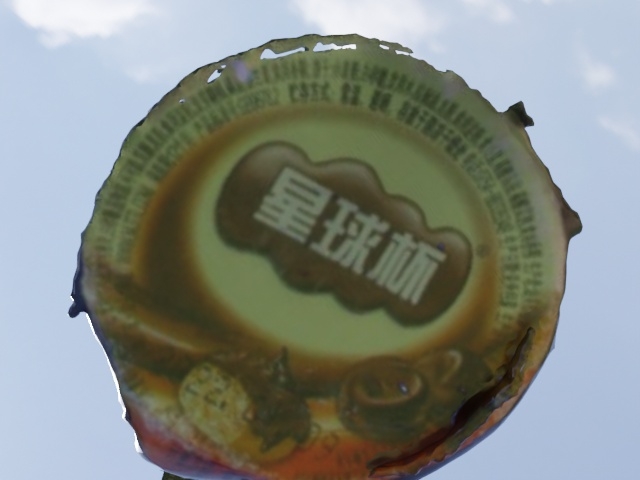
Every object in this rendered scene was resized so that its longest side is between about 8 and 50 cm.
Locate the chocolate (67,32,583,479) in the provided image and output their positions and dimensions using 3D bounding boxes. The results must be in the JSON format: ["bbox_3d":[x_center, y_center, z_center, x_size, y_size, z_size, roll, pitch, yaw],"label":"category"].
[{"bbox_3d":[0.000,0.007,0.618,0.221,0.221,0.147,42,-174,-8],"label":"chocolate"}]

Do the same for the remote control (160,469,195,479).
[{"bbox_3d":[-0.099,0.161,1.024,0.034,0.016,0.091,16,-132,-2],"label":"remote control"}]
